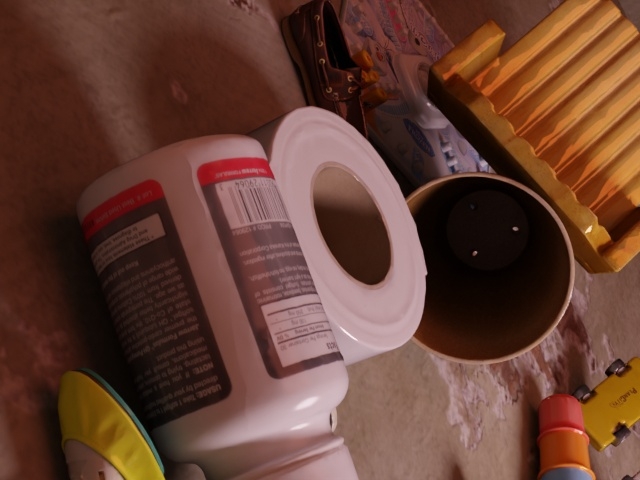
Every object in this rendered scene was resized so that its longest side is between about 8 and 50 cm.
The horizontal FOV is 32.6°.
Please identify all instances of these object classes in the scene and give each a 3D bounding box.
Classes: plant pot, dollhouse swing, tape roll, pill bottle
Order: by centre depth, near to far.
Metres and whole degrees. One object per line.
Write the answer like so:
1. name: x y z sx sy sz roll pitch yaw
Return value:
1. pill bottle: -0.081 0.084 0.947 0.176 0.176 0.319 -6 73 -58
2. tape roll: 0.000 0.000 1.209 0.286 0.100 0.286 36 42 -40
3. plant pot: 0.211 0.008 1.430 0.237 0.237 0.254 63 17 -6
4. dollhouse swing: 0.372 -0.181 1.480 0.347 0.305 0.315 49 2 5

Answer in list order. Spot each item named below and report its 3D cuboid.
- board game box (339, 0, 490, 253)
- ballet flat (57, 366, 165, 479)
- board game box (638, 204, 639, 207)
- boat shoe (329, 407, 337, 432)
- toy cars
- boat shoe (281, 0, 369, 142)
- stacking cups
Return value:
1. board game box: 0.168 -0.234 1.666 0.390 0.050 0.390 44 38 -32
2. ballet flat: -0.151 0.211 0.870 0.077 0.077 0.231 -44 110 -40
3. board game box: 0.434 -0.126 1.775 0.303 0.224 0.097 64 28 -27
4. boat shoe: -0.057 0.106 1.066 0.079 0.084 0.233 -35 102 -59
5. toy cars: 0.443 0.344 1.655 0.176 0.087 0.394 15 48 -5
6. boat shoe: 0.018 -0.208 1.402 0.073 0.073 0.207 -26 93 -60
7. stacking cups: 0.335 0.359 1.504 0.096 0.096 0.316 45 32 -31
